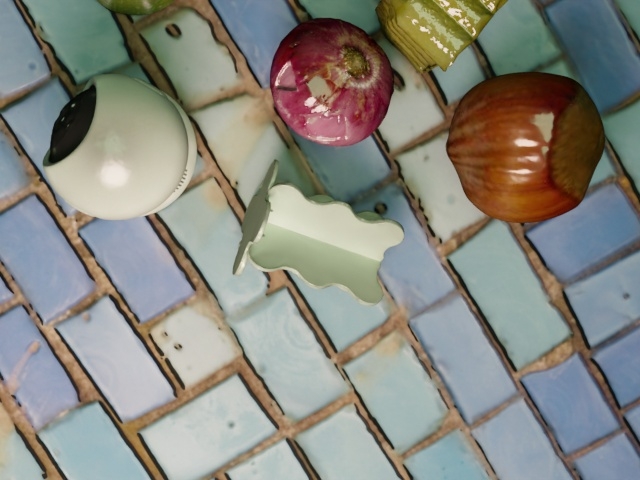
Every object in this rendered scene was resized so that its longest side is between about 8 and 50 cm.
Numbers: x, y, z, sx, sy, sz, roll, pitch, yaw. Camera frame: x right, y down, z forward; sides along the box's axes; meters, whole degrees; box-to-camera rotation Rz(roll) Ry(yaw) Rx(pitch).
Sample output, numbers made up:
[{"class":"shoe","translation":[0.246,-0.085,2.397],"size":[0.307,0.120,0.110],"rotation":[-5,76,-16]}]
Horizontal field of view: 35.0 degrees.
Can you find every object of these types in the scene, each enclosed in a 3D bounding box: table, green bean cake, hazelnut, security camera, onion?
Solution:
[{"class":"table","translation":[0.000,0.000,1.398],"size":[0.198,0.166,0.166],"rotation":[19,93,-13]},{"class":"green bean cake","translation":[0.184,-0.339,1.334],"size":[0.124,0.236,0.233],"rotation":[43,93,-5]},{"class":"hazelnut","translation":[0.285,-0.134,1.396],"size":[0.186,0.210,0.210],"rotation":[-24,96,-26]},{"class":"security camera","translation":[-0.258,-0.117,1.324],"size":[0.195,0.236,0.194],"rotation":[-1,97,-4]},{"class":"onion","translation":[0.013,-0.214,1.375],"size":[0.177,0.153,0.177],"rotation":[-8,103,-38]}]

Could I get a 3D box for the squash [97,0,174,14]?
[{"class":"squash","translation":[-0.252,-0.390,1.365],"size":[0.170,0.123,0.170],"rotation":[-1,99,-8]}]
